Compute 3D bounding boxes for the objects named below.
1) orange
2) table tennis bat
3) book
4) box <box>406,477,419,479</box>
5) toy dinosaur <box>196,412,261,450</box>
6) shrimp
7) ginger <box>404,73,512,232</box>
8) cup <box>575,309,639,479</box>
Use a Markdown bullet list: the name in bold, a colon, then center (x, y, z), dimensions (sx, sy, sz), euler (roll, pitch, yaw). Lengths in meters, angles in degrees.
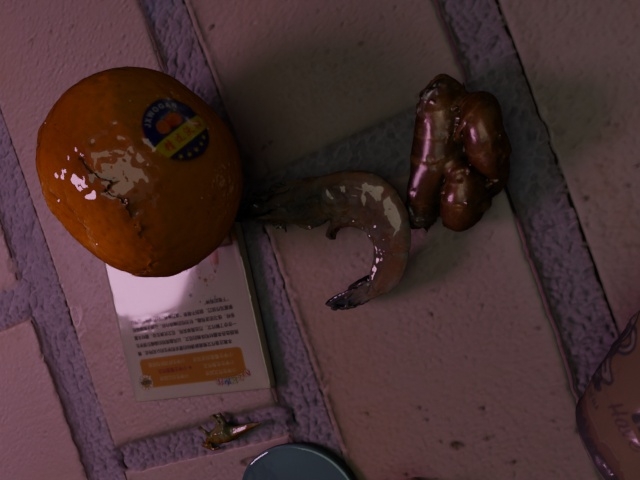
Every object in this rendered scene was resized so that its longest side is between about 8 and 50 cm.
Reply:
- **orange**: center (-0.184, -0.070, 0.659), dimensions (0.219, 0.193, 0.219), euler (16, 131, 19)
- **table tennis bat**: center (-0.064, 0.328, 0.776), dimensions (0.244, 0.040, 0.153), euler (-14, 91, 18)
- **book**: center (-0.179, 0.051, 0.793), dimensions (0.208, 0.020, 0.295), euler (-11, 93, 22)
- **box**: center (0.099, 0.329, 0.698), dimensions (0.089, 0.062, 0.122), euler (-36, 83, 22)
- **toy dinosaur**: center (-0.117, 0.232, 0.787), dimensions (0.113, 0.026, 0.041), euler (-36, 90, 31)
- **shrimp**: center (0.000, 0.000, 0.698), dimensions (0.219, 0.046, 0.152), euler (0, 106, 30)
- **ginger**: center (0.140, -0.077, 0.626), dimensions (0.103, 0.073, 0.162), euler (23, 118, 34)
- **cup**: center (0.378, 0.131, 0.512), dimensions (0.301, 0.227, 0.257), euler (29, 123, -15)
